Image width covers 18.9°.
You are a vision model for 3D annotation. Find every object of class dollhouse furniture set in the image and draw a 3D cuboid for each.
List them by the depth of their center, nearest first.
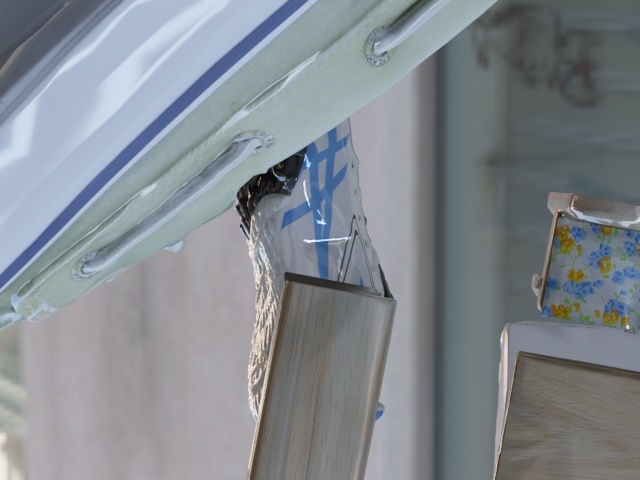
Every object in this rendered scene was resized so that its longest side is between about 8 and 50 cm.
[{"bbox_3d":[0.094,0.086,0.792,0.242,0.212,0.161,10,-178,-1],"label":"dollhouse furniture set"}]

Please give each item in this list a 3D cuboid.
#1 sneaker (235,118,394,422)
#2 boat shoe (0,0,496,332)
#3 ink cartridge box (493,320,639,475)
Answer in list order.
[{"bbox_3d":[0.000,0.000,1.112,0.086,0.237,0.085,-7,-165,-27],"label":"sneaker"},{"bbox_3d":[-0.054,-0.033,0.469,0.094,0.302,0.109,41,-160,-43],"label":"boat shoe"},{"bbox_3d":[0.151,0.228,1.029,0.131,0.226,0.306,4,-128,6],"label":"ink cartridge box"}]
